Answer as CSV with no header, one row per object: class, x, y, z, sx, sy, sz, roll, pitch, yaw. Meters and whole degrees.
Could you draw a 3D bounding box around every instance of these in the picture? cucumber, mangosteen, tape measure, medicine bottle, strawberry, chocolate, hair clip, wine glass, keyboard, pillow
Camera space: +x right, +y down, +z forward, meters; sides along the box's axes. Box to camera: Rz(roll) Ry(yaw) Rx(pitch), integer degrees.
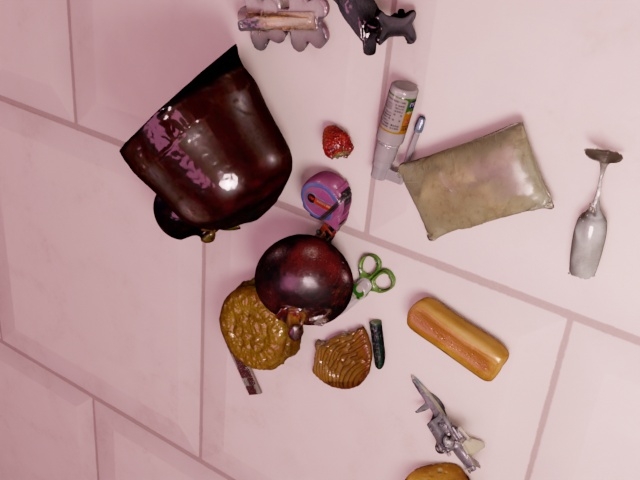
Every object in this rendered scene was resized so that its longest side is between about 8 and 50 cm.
cucumber,0.141,0.258,1.980,0.032,0.032,0.133,7,113,35
mangosteen,-0.045,0.122,1.885,0.236,0.261,0.235,10,143,8
tape measure,0.014,-0.097,1.886,0.118,0.074,0.125,32,131,15
medicine bottle,0.166,-0.224,1.725,0.092,0.061,0.220,20,124,7
strawberry,0.034,-0.223,1.817,0.073,0.073,0.083,-31,73,41
mangosteen,-0.316,-0.075,2.083,0.230,0.194,0.194,35,131,-9
chocolate,-0.226,-0.204,1.868,0.331,0.383,0.384,46,132,-11
hair clip,-0.087,-0.488,1.787,0.257,0.075,0.146,7,117,28
wine glass,0.515,-0.043,1.538,0.074,0.074,0.262,18,122,30
keyboard,-0.217,0.365,2.308,0.055,0.017,0.165,-17,100,40
pillow,0.307,-0.112,1.657,0.302,0.075,0.184,-17,102,38

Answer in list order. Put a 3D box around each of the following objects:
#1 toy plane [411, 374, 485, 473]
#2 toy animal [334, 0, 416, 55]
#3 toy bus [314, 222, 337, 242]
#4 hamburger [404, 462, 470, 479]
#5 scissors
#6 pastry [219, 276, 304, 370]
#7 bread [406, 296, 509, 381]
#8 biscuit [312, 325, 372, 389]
toy plane,0.283,0.437,1.922,0.262,0.088,0.192,47,158,15
toy animal,0.088,-0.457,1.661,0.210,0.121,0.117,42,136,33
toy bus,0.000,0.000,1.968,0.043,0.031,0.110,45,132,8
hamburger,0.279,0.634,1.944,0.182,0.191,0.117,2,113,29
scissors,0.097,0.120,1.953,0.101,0.027,0.204,50,129,12
pastry,-0.152,0.216,2.115,0.240,0.132,0.235,47,131,9
bread,0.306,0.214,1.807,0.239,0.074,0.092,35,122,20
biscuit,0.052,0.291,2.051,0.176,0.031,0.228,37,129,26
